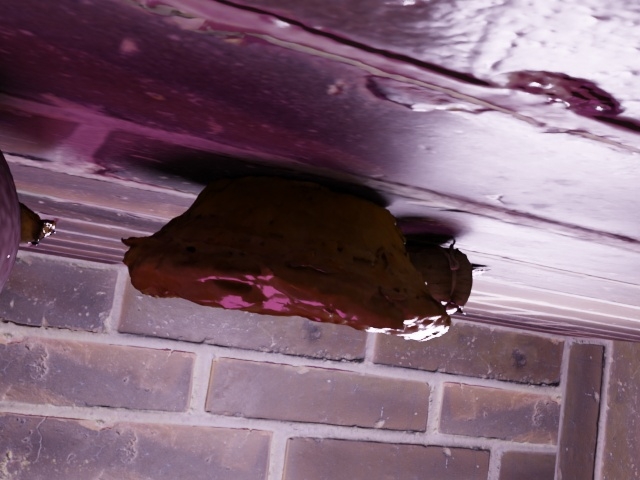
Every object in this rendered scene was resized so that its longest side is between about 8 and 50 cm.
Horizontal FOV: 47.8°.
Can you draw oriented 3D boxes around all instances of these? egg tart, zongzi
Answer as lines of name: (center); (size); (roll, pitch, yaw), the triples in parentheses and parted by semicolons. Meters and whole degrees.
egg tart: (-0.031, 0.016, 0.720); (0.341, 0.129, 0.341); (8, 174, 1)
zongzi: (0.086, 0.041, 0.926); (0.197, 0.099, 0.194); (13, 173, -5)

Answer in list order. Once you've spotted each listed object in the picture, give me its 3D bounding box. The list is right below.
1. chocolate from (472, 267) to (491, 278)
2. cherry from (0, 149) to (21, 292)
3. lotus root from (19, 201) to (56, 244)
chocolate: (0.166, 0.043, 1.117); (0.182, 0.028, 0.086); (8, 165, -8)
cherry: (-0.304, -0.018, 0.445); (0.230, 0.203, 0.300); (3, 173, 3)
lotus root: (-0.518, -0.052, 0.942); (0.329, 0.078, 0.167); (7, -164, -10)
